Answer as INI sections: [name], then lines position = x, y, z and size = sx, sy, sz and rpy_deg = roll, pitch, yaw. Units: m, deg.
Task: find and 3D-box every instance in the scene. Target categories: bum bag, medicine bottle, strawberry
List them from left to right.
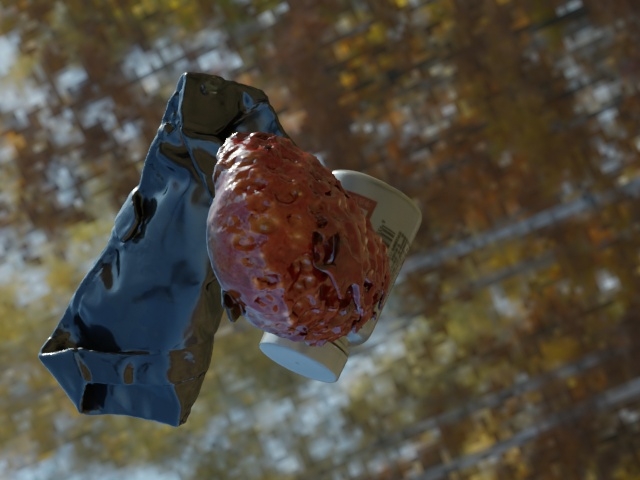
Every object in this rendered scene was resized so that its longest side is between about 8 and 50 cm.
[bum bag]
position = -0.112, 0.019, 1.535
size = 0.137, 0.310, 0.074
rpy_deg = 34, -159, 12
[strawberry]
position = 0.000, 0.000, 1.184
size = 0.188, 0.082, 0.121
rpy_deg = 26, -121, -58
[medicine bottle]
position = 0.012, 0.026, 1.395
size = 0.079, 0.079, 0.140
rpy_deg = 45, -115, -49
